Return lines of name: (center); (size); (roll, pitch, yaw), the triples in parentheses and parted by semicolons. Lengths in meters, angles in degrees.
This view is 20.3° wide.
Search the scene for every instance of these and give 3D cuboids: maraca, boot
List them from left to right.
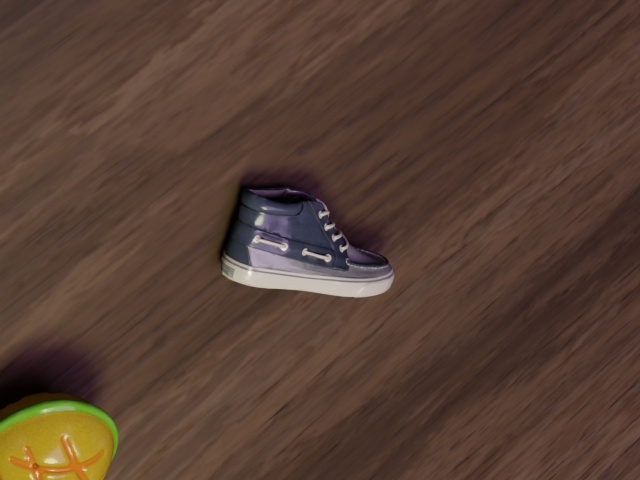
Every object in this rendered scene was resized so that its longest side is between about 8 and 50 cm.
maraca: (-0.256, 0.200, 1.550); (0.185, 0.099, 0.127); (-43, 131, 20)
boot: (0.000, 0.000, 1.671); (0.190, 0.069, 0.086); (3, 112, -38)
